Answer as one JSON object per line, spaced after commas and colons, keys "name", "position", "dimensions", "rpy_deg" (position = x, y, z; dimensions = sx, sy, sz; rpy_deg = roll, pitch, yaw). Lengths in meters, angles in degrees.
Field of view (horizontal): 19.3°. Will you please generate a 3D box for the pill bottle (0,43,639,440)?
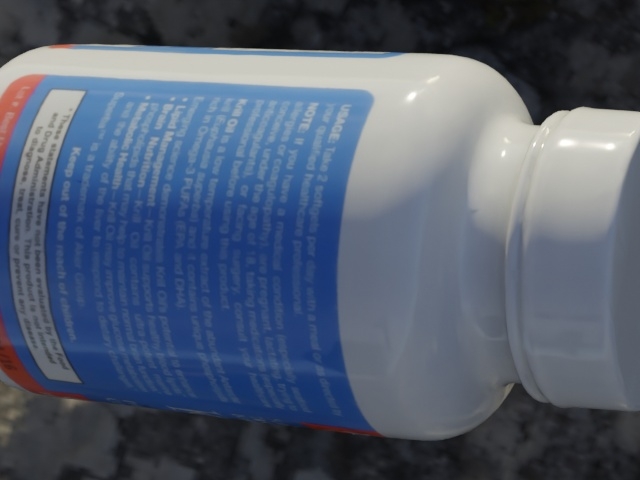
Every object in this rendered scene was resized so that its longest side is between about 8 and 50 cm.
{"name": "pill bottle", "position": [0.000, 0.000, 0.610], "dimensions": [0.221, 0.124, 0.124], "rpy_deg": [5, 76, 26]}
